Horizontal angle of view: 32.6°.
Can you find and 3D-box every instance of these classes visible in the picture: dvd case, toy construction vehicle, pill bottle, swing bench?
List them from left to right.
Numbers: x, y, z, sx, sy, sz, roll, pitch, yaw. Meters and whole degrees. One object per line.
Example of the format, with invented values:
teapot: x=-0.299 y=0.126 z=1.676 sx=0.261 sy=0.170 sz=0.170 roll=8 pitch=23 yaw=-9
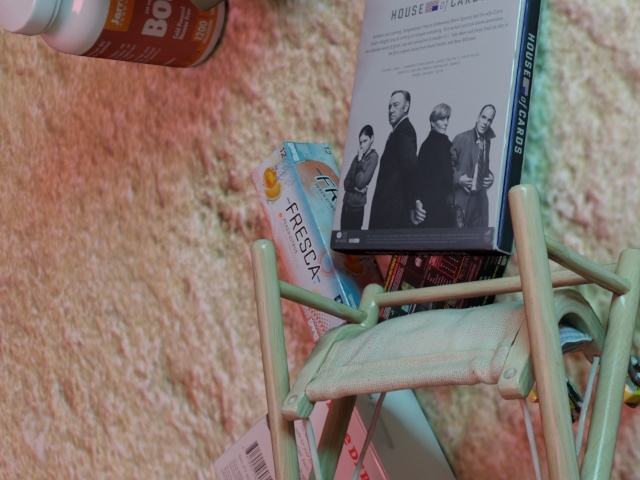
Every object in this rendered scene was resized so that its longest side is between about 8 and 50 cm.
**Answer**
pill bottle: x=-0.214 y=-0.245 z=1.117 sx=0.121 sy=0.216 sz=0.121 roll=2 pitch=93 yaw=46
swing bench: x=0.077 y=0.122 z=0.761 sx=0.253 sy=0.165 sz=0.255 roll=-10 pitch=67 yaw=41
dvd case: x=0.093 y=-0.106 z=0.899 sx=0.179 sy=0.029 sz=0.239 roll=0 pitch=78 yaw=46
toy construction vehicle: x=0.191 y=0.096 z=0.828 sx=0.086 sy=0.035 sz=0.098 roll=-49 pitch=58 yaw=35

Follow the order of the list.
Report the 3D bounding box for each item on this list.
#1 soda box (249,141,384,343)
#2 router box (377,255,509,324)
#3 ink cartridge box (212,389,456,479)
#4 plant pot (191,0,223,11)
soda box: x=0.000 y=0.000 z=1.011 sx=0.063 sy=0.058 sz=0.183 roll=-38 pitch=65 yaw=40
router box: x=0.101 y=0.034 z=0.920 sx=0.092 sy=0.038 sz=0.123 roll=33 pitch=114 yaw=40
ink cartridge box: x=0.010 y=0.213 z=0.984 sx=0.203 sy=0.085 sz=0.148 roll=-45 pitch=60 yaw=36
plant pot: x=-0.088 y=-0.376 z=0.979 sx=0.190 sy=0.284 sz=0.284 roll=-26 pitch=69 yaw=7
